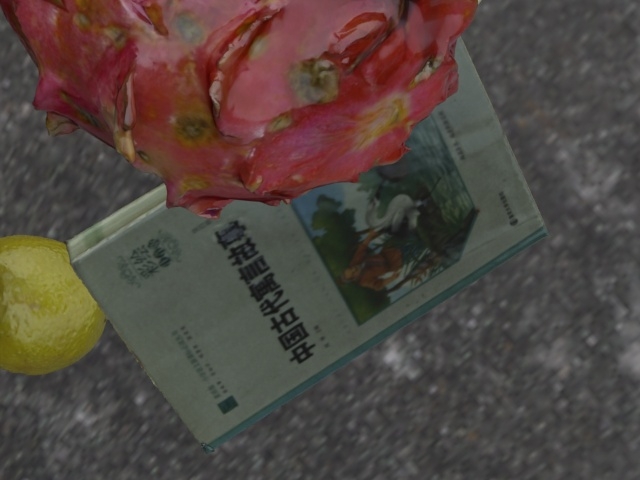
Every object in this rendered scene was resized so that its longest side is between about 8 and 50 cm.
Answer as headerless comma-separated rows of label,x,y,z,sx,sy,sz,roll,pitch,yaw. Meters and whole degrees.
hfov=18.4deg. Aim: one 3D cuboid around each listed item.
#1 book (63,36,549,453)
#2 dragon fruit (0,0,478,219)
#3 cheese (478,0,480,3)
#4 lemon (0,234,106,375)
book,0.000,0.000,1.277,0.283,0.215,0.025,-34,41,-3
dragon fruit,-0.051,-0.140,0.843,0.205,0.210,0.268,-27,86,-13
cheese,0.021,-0.227,1.940,0.316,0.128,0.259,-32,42,-34
lemon,-0.226,0.049,1.519,0.133,0.109,0.109,7,60,-39
